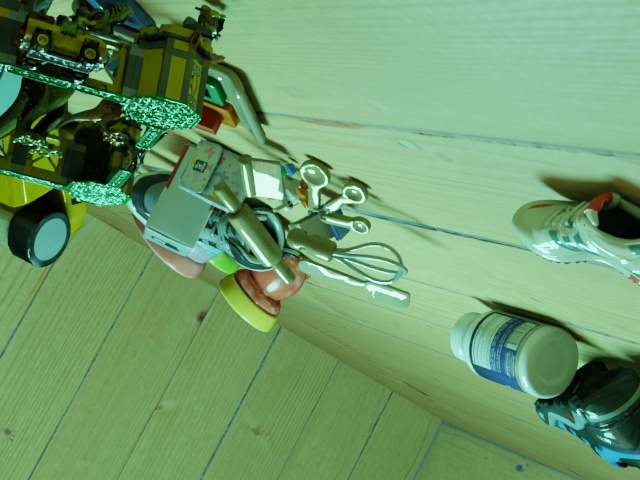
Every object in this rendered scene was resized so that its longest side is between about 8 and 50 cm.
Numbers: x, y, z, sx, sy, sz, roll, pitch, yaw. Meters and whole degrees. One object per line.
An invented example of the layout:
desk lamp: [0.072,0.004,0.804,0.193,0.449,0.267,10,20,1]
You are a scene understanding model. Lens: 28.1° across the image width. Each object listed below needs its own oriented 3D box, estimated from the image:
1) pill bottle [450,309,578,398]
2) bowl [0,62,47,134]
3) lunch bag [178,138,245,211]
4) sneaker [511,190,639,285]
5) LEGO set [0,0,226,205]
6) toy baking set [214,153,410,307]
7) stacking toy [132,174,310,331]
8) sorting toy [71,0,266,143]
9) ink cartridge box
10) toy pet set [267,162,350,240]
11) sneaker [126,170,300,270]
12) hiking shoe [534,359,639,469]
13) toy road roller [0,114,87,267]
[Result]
pill bottle: [0.247,0.143,1.671,0.094,0.094,0.169,33,171,-31]
bowl: [-0.511,-0.218,1.682,0.311,0.163,0.311,26,172,4]
lunch bag: [-0.129,-0.080,1.604,0.083,0.071,0.053,28,173,2]
sneaker: [0.214,-0.016,0.999,0.161,0.057,0.075,22,153,43]
LEGO set: [-0.220,-0.176,1.100,0.255,0.192,0.331,11,161,-12]
toy baking set: [-0.006,0.000,1.479,0.197,0.030,0.256,-3,133,36]
stacking toy: [-0.171,-0.019,2.175,0.309,0.130,0.279,38,-166,-37]
sorting toy: [-0.155,-0.157,1.298,0.196,0.047,0.348,26,172,10]
ink cartridge box: [-0.184,-0.052,1.757,0.072,0.127,0.175,26,173,-6]
toy pet set: [-0.010,-0.049,1.535,0.114,0.065,0.122,65,160,-9]
sneaker: [-0.154,-0.032,1.900,0.268,0.101,0.153,24,173,-18]
hiking shoe: [0.361,0.236,1.639,0.132,0.113,0.304,55,179,1]
toy road roller: [-0.454,-0.144,2.000,0.202,0.240,0.329,23,134,27]
